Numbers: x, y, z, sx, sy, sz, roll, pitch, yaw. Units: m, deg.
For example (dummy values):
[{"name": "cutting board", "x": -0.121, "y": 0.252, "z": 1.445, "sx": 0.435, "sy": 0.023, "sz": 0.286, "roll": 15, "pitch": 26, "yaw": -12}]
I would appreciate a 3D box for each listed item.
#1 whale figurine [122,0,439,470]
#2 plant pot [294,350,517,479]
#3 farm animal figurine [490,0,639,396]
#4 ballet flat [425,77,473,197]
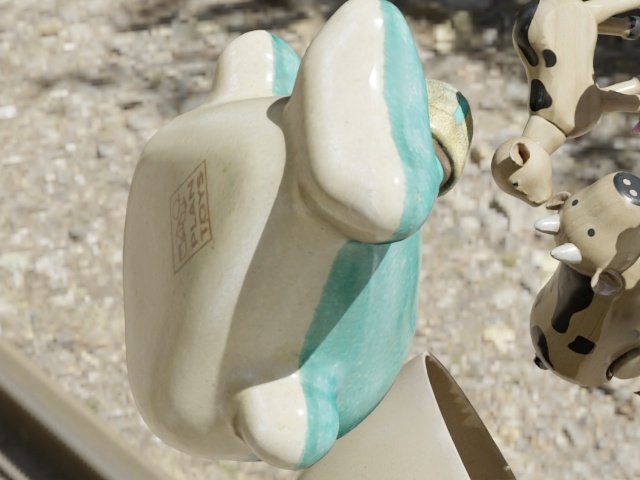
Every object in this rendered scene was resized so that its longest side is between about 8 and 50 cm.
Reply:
[{"name": "whale figurine", "x": 0.000, "y": 0.000, "z": 0.669, "sx": 0.141, "sy": 0.272, "sz": 0.216, "roll": 5, "pitch": 63, "yaw": -23}, {"name": "plant pot", "x": 0.068, "y": 0.255, "z": 1.113, "sx": 0.191, "sy": 0.284, "sz": 0.284, "roll": -30, "pitch": 31, "yaw": 8}, {"name": "farm animal figurine", "x": 0.219, "y": -0.012, "z": 1.077, "sx": 0.172, "sy": 0.326, "sz": 0.330, "roll": -10, "pitch": 39, "yaw": -17}, {"name": "ballet flat", "x": -0.009, "y": -0.057, "z": 1.280, "sx": 0.349, "sy": 0.123, "sz": 0.123, "roll": -19, "pitch": 18, "yaw": 38}]
